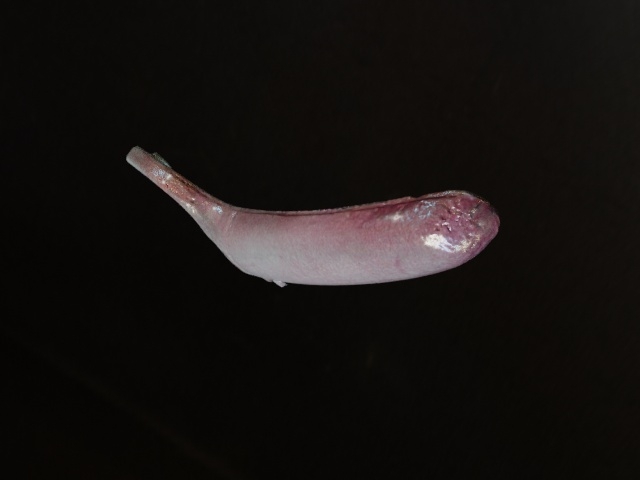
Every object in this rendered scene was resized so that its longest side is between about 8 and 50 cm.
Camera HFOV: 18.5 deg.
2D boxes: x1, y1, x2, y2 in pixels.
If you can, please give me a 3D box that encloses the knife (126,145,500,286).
[{"bbox_3d":[-0.001,0.002,1.036,0.123,0.278,0.053,38,73,-29],"label":"knife"}]
